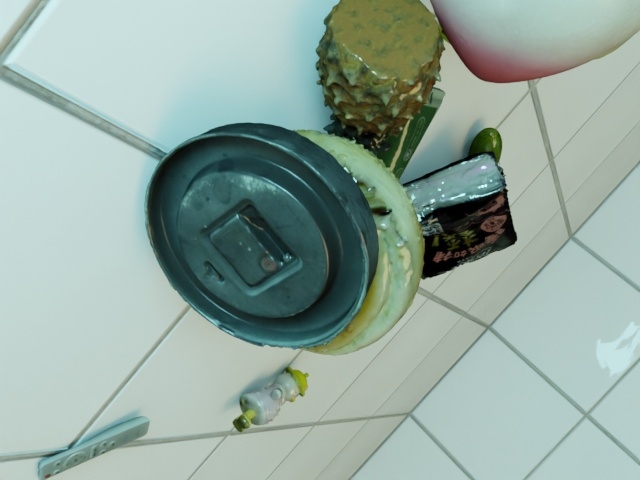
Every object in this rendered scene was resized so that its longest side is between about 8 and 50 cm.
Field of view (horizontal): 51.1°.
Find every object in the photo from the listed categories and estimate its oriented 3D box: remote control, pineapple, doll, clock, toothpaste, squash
[{"bbox_3d":[-0.366,0.331,1.084,0.184,0.027,0.050,-17,141,-39],"label":"remote control"},{"bbox_3d":[0.055,-0.180,0.857,0.157,0.158,0.279,-35,165,-23],"label":"pineapple"},{"bbox_3d":[-0.101,0.335,1.432,0.207,0.081,0.129,-28,168,-38],"label":"doll"},{"bbox_3d":[-0.069,-0.001,0.766,0.055,0.280,0.281,-52,168,-52],"label":"clock"},{"bbox_3d":[0.088,-0.086,1.130,0.098,0.061,0.392,-7,131,-53],"label":"toothpaste"},{"bbox_3d":[0.335,-0.152,1.401,0.069,0.069,0.258,-37,155,-19],"label":"squash"}]

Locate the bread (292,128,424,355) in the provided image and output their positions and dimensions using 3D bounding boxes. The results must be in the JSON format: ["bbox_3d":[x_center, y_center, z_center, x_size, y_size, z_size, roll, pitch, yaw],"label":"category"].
[{"bbox_3d":[0.000,0.000,0.868,0.159,0.305,0.306,-46,164,-52],"label":"bread"}]

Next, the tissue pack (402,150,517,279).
[{"bbox_3d":[0.255,-0.042,1.330,0.244,0.123,0.332,-22,156,12],"label":"tissue pack"}]

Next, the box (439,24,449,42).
[{"bbox_3d":[0.285,-0.364,1.016,0.220,0.064,0.141,-20,143,-46],"label":"box"}]

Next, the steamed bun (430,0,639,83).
[{"bbox_3d":[0.245,-0.312,0.756,0.309,0.309,0.309,-36,153,-21],"label":"steamed bun"}]
